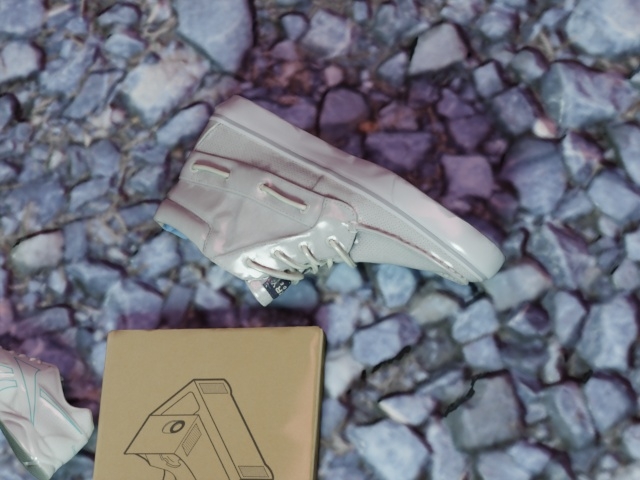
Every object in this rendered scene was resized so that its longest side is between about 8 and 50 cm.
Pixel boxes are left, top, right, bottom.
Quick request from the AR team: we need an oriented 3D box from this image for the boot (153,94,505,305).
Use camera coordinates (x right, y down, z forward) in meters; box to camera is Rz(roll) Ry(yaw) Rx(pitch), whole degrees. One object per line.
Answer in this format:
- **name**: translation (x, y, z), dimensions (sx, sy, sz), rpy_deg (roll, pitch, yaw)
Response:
- **boot**: translation (0.000, 0.000, 1.191), dimensions (0.258, 0.095, 0.123), rpy_deg (29, 83, 31)

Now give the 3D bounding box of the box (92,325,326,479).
- **box**: translation (-0.082, 0.159, 1.173), dimensions (0.164, 0.021, 0.201), rpy_deg (-1, 68, 13)

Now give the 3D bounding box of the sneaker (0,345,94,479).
- **sneaker**: translation (-0.224, 0.108, 1.218), dimensions (0.061, 0.054, 0.152), rpy_deg (-37, 66, -20)
